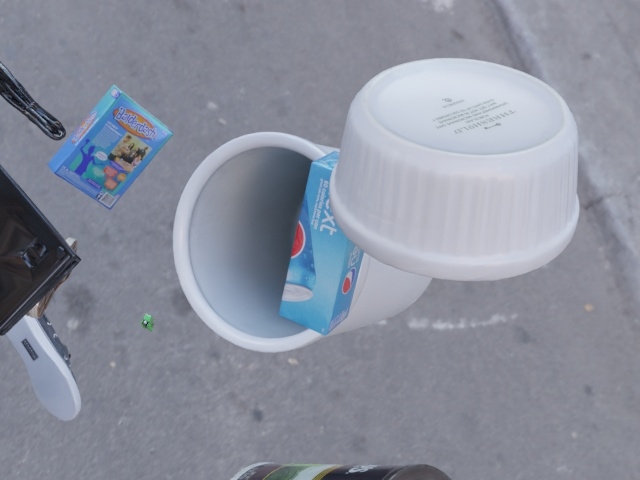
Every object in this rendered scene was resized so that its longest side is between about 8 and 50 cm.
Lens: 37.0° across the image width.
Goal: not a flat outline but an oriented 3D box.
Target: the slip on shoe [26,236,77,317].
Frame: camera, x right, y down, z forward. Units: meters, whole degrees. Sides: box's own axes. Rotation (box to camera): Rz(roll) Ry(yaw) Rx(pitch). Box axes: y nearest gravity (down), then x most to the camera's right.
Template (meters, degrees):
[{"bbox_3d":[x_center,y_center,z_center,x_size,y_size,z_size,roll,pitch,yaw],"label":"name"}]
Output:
[{"bbox_3d":[-0.337,0.040,1.169,0.041,0.051,0.135,14,42,3],"label":"slip on shoe"}]

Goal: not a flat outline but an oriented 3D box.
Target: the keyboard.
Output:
[{"bbox_3d":[-0.331,-0.089,0.875,0.317,0.201,0.033,48,12,6],"label":"keyboard"}]

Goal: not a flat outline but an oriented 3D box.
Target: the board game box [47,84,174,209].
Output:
[{"bbox_3d":[-0.423,-0.186,1.940,0.160,0.210,0.047,39,2,-45],"label":"board game box"}]

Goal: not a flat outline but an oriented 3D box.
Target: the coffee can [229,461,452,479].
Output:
[{"bbox_3d":[0.020,0.378,1.184,0.201,0.275,0.202,12,73,-44],"label":"coffee can"}]

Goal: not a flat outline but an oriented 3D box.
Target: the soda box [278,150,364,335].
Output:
[{"bbox_3d":[0.012,0.004,1.166,0.071,0.210,0.067,22,26,20],"label":"soda box"}]

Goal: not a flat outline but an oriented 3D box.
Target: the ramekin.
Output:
[{"bbox_3d":[0.143,-0.089,1.002,0.272,0.127,0.273,1,36,-1],"label":"ramekin"}]

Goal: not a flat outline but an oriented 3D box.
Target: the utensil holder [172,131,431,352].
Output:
[{"bbox_3d":[0.000,0.000,1.583,0.328,0.327,0.385,57,23,15],"label":"utensil holder"}]

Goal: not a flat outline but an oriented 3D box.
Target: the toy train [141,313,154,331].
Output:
[{"bbox_3d":[-0.313,0.149,1.740,0.017,0.083,0.024,24,77,1],"label":"toy train"}]

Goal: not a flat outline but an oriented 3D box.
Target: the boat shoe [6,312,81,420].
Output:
[{"bbox_3d":[-0.468,0.197,1.646,0.229,0.080,0.076,57,26,0],"label":"boat shoe"}]
